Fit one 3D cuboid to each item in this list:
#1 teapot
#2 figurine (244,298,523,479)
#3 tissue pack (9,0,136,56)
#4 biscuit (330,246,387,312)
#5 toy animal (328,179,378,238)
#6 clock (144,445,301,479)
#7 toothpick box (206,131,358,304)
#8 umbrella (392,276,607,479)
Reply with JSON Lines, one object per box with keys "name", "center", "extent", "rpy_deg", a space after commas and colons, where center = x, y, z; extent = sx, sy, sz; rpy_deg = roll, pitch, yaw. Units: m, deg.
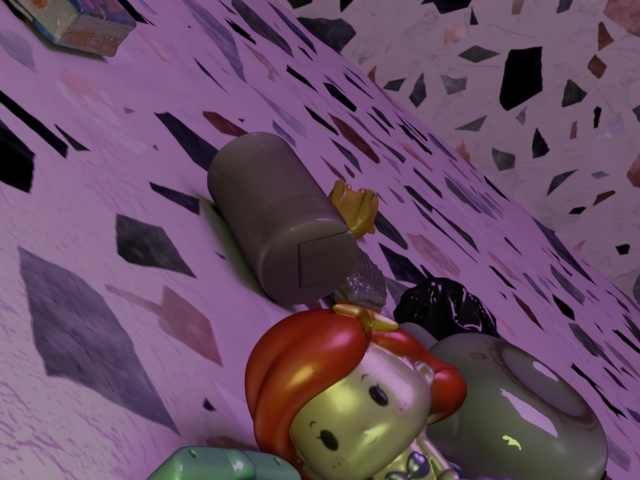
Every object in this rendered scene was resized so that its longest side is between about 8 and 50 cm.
{"name": "teapot", "center": [0.172, 0.173, 1.312], "extent": [0.220, 0.149, 0.318], "rpy_deg": [36, 15, -3]}
{"name": "figurine", "center": [0.056, 0.166, 0.969], "extent": [0.257, 0.181, 0.208], "rpy_deg": [50, 35, 10]}
{"name": "tissue pack", "center": [-0.296, -0.276, 1.499], "extent": [0.115, 0.065, 0.155], "rpy_deg": [44, 14, 10]}
{"name": "biscuit", "center": [0.000, 0.000, 1.557], "extent": [0.250, 0.046, 0.147], "rpy_deg": [52, 15, 32]}
{"name": "toy animal", "center": [0.047, -0.029, 1.772], "extent": [0.070, 0.083, 0.159], "rpy_deg": [19, -2, 10]}
{"name": "clock", "center": [-0.026, 0.215, 0.804], "extent": [0.188, 0.060, 0.148], "rpy_deg": [52, 15, 27]}
{"name": "toothpick box", "center": [-0.044, -0.025, 1.372], "extent": [0.111, 0.111, 0.181], "rpy_deg": [32, 16, -40]}
{"name": "umbrella", "center": [0.224, 0.181, 1.568], "extent": [0.340, 0.118, 0.118], "rpy_deg": [47, 13, -6]}
